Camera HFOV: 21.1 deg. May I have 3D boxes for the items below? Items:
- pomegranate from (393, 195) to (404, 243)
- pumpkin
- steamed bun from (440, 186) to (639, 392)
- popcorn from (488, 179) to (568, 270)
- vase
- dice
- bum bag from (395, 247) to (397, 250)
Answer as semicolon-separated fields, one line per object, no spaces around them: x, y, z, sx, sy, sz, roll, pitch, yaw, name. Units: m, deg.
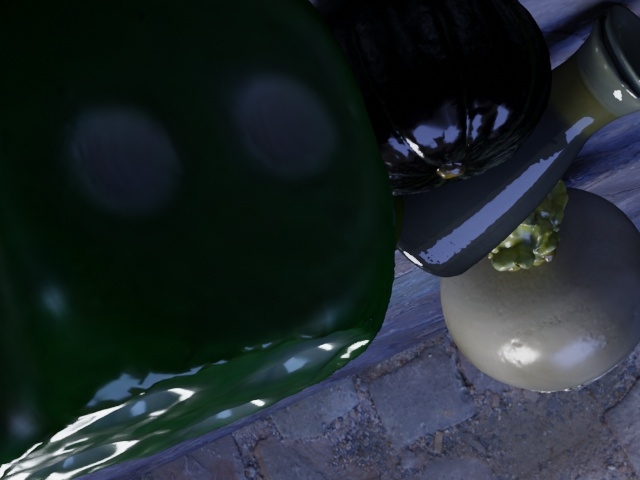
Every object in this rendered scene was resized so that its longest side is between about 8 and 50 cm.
-0.001;0.000;1.697;0.187;0.225;0.187;-14;-178;1;pomegranate
0.081;-0.124;1.405;0.220;0.162;0.220;-20;165;-6;pumpkin
0.325;0.060;2.524;0.324;0.324;0.206;-25;128;16;steamed bun
0.267;-0.029;2.374;0.162;0.135;0.141;-61;-163;-11;popcorn
0.208;-0.110;1.786;0.321;0.173;0.173;-36;164;30;vase
-0.140;-0.011;1.175;0.300;0.287;0.297;-14;164;-35;dice
0.062;-0.014;2.161;0.310;0.074;0.137;-18;-161;-10;bum bag
